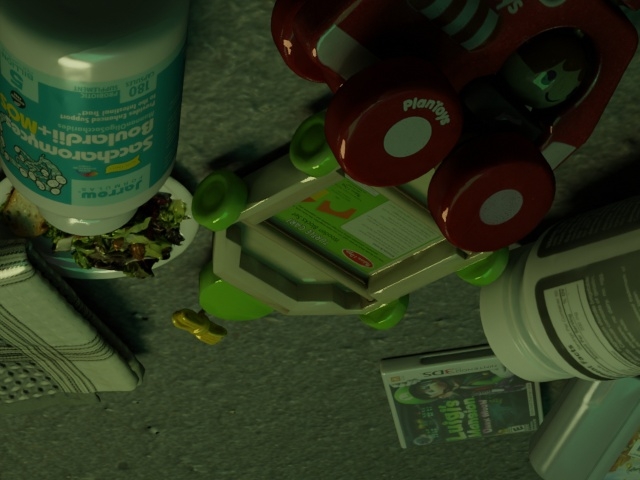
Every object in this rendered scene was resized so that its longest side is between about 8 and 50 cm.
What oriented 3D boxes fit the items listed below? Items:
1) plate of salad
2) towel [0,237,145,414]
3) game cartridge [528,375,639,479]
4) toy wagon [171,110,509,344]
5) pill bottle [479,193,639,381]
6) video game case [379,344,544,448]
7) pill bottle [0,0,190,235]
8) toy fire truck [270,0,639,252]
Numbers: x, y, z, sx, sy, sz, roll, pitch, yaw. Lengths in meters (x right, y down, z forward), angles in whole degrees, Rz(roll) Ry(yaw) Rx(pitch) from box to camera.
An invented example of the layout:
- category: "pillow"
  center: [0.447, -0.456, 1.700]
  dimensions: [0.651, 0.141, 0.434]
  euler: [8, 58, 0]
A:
- category: "plate of salad"
  center: [-0.211, -0.011, 1.462]
  dimensions: [0.200, 0.048, 0.200]
  euler: [-4, 145, -2]
- category: "towel"
  center: [-0.365, 0.110, 1.586]
  dimensions: [0.312, 0.056, 0.324]
  euler: [-11, 150, 13]
- category: "game cartridge"
  center: [0.390, 0.232, 1.721]
  dimensions: [0.297, 0.062, 0.198]
  euler: [19, 121, -9]
- category: "toy wagon"
  center: [0.000, 0.000, 1.488]
  dimensions: [0.344, 0.068, 0.267]
  euler: [-26, 140, 30]
- category: "pill bottle"
  center: [0.292, 0.042, 1.459]
  dimensions: [0.161, 0.161, 0.283]
  euler: [20, 156, -32]
- category: "video game case"
  center: [0.165, 0.178, 1.809]
  dimensions: [0.173, 0.022, 0.190]
  euler: [-8, 146, 6]
- category: "pill bottle"
  center: [-0.179, -0.114, 1.226]
  dimensions: [0.146, 0.146, 0.264]
  euler: [1, 146, -8]
- category: "toy fire truck"
  center: [0.129, -0.152, 1.215]
  dimensions: [0.254, 0.169, 0.302]
  euler: [-43, 134, 18]
